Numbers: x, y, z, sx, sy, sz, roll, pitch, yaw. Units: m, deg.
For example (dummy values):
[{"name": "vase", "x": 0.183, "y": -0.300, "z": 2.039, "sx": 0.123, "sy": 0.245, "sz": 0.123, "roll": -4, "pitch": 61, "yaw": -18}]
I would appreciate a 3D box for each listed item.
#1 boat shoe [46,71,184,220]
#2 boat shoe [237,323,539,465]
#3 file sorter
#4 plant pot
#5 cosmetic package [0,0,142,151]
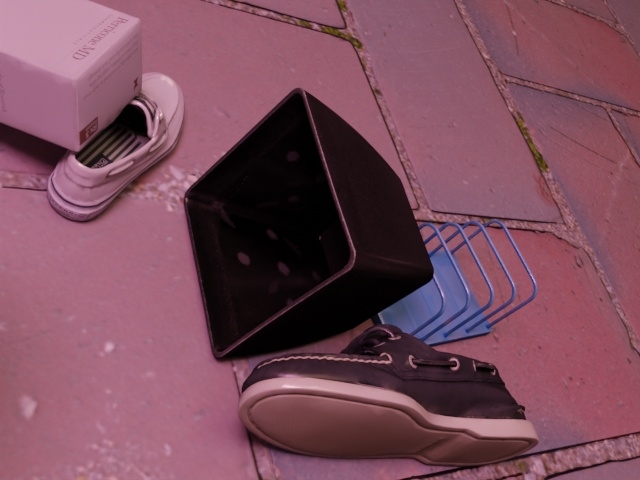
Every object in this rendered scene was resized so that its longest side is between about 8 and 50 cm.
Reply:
[{"name": "boat shoe", "x": -0.185, "y": -0.110, "z": 0.700, "sx": 0.083, "sy": 0.076, "sz": 0.226, "roll": 31, "pitch": 44, "yaw": -14}, {"name": "boat shoe", "x": 0.070, "y": 0.136, "z": 0.665, "sx": 0.340, "sy": 0.127, "sz": 0.113, "roll": 14, "pitch": 49, "yaw": -30}, {"name": "file sorter", "x": 0.144, "y": 0.044, "z": 0.807, "sx": 0.170, "sy": 0.104, "sz": 0.118, "roll": -4, "pitch": 60, "yaw": -38}, {"name": "plant pot", "x": 0.000, "y": 0.000, "z": 0.688, "sx": 0.167, "sy": 0.187, "sz": 0.188, "roll": 15, "pitch": 49, "yaw": -43}, {"name": "cosmetic package", "x": -0.287, "y": -0.176, "z": 0.620, "sx": 0.231, "sy": 0.085, "sz": 0.117, "roll": 19, "pitch": 45, "yaw": 4}]
